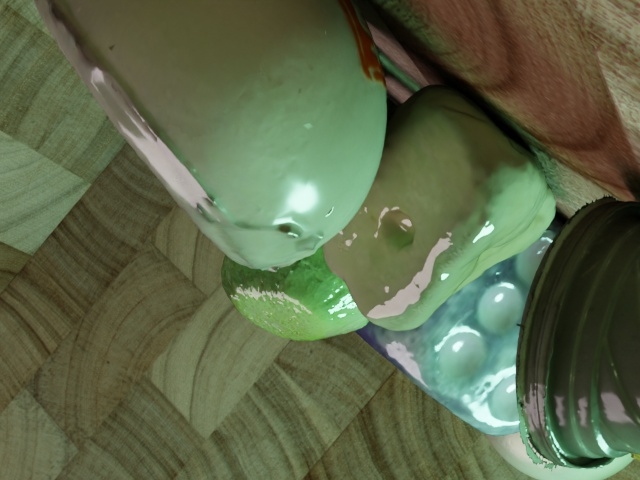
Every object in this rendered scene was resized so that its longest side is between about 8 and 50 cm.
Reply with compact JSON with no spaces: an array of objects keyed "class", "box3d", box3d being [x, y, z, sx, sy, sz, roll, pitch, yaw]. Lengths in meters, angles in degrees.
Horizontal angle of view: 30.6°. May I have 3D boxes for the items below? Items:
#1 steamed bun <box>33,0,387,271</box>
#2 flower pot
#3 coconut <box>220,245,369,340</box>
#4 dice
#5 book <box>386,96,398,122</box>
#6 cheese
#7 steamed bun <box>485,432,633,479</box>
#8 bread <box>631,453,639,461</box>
[{"class":"steamed bun","box3d":[-0.080,-0.168,1.085,0.374,0.241,0.374,50,180,0]},{"class":"flower pot","box3d":[0.266,0.087,0.925,0.140,0.235,0.235,15,165,38]},{"class":"coconut","box3d":[0.000,0.000,1.386,0.204,0.236,0.236,26,-178,-1]},{"class":"dice","box3d":[0.201,0.069,1.523,0.270,0.270,0.271,38,-178,-27]},{"class":"book","box3d":[0.055,-0.139,1.625,0.228,0.160,0.024,40,155,-12]},{"class":"cheese","box3d":[0.145,-0.058,1.202,0.174,0.251,0.248,54,151,21]},{"class":"steamed bun","box3d":[0.395,0.247,1.946,0.206,0.324,0.324,-5,-142,-48]},{"class":"bread","box3d":[0.408,0.169,1.469,0.163,0.168,0.264,42,179,44]}]
